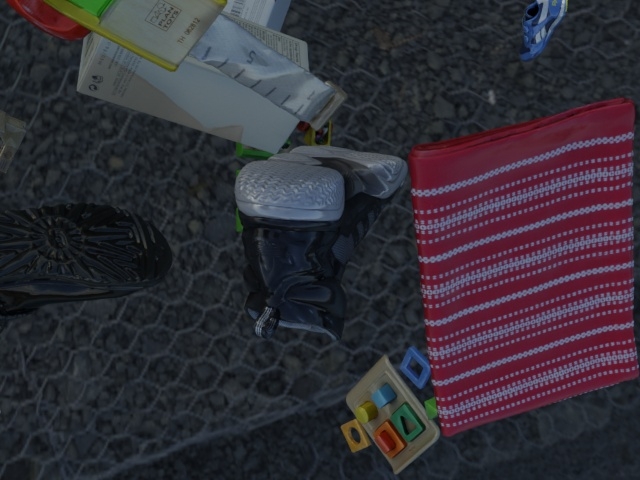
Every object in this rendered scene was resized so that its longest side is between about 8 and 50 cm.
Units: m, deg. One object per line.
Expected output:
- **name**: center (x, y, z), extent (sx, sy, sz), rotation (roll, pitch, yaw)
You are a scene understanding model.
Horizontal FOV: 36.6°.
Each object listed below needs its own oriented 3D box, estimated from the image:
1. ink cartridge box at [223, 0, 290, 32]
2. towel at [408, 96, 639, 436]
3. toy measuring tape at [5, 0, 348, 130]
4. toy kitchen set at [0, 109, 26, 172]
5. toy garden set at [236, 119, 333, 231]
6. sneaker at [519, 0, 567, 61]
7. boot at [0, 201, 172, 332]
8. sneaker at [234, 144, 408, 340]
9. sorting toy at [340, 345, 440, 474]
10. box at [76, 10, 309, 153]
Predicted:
- **ink cartridge box**: center (-0.154, -0.403, 1.636), extent (0.176, 0.127, 0.128), rotation (18, 78, 4)
- **towel**: center (0.179, 0.027, 0.812), extent (0.198, 0.031, 0.275), rotation (-14, 115, -11)
- **toy measuring tape**: center (-0.111, -0.172, 0.659), extent (0.330, 0.121, 0.121), rotation (22, 104, -47)
- **toy kitchen set**: center (-0.467, -0.139, 1.358), extent (0.083, 0.068, 0.075), rotation (22, 112, -27)
- **toy garden set**: center (-0.056, -0.134, 1.764), extent (0.203, 0.049, 0.244), rotation (3, 84, -38)
- **sneaker**: center (0.362, -0.364, 1.629), extent (0.059, 0.053, 0.144), rotation (10, 141, -11)
- **boot**: center (-0.410, 0.064, 1.372), extent (0.347, 0.131, 0.260), rotation (2, 147, -31)
- **sneaker**: center (0.000, 0.000, 0.860), extent (0.101, 0.268, 0.153), rotation (11, 104, 21)
- **sorting toy**: center (0.131, 0.352, 1.920), extent (0.047, 0.196, 0.348), rotation (-17, 155, -39)
- **box**: center (-0.177, -0.251, 1.390), extent (0.311, 0.148, 0.121), rotation (17, 138, -23)
